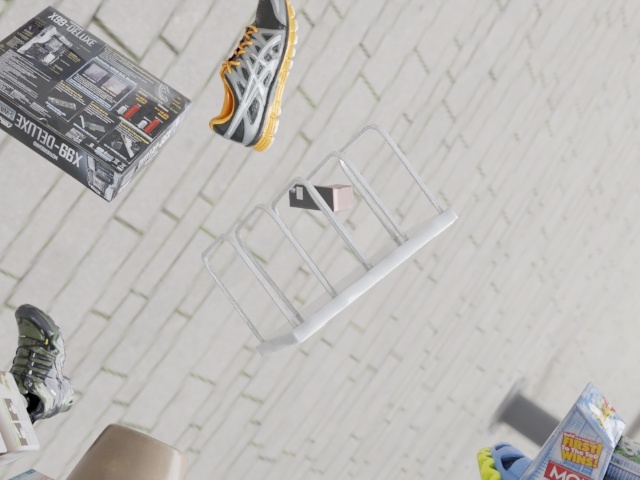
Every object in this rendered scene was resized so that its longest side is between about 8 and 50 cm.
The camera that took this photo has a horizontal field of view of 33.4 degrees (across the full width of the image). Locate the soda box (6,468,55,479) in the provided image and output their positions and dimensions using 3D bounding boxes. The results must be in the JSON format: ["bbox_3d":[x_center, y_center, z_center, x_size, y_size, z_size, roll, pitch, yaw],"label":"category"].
[{"bbox_3d":[-0.578,0.487,1.984,0.183,0.063,0.058,-14,120,-63],"label":"soda box"}]

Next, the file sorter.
[{"bbox_3d":[0.000,0.000,1.441,0.278,0.173,0.193,-38,-179,-20],"label":"file sorter"}]

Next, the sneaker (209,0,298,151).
[{"bbox_3d":[-0.085,-0.223,1.363,0.083,0.084,0.214,8,98,-18],"label":"sneaker"}]

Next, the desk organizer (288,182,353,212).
[{"bbox_3d":[0.000,-0.084,2.009,0.050,0.130,0.047,-12,104,-40],"label":"desk organizer"}]

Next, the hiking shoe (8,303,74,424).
[{"bbox_3d":[-0.533,0.232,1.980,0.114,0.086,0.226,-29,109,-50],"label":"hiking shoe"}]

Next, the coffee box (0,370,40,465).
[{"bbox_3d":[-0.469,0.232,1.259,0.168,0.119,0.297,-24,170,-2],"label":"coffee box"}]

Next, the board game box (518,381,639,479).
[{"bbox_3d":[0.318,0.270,1.211,0.060,0.194,0.194,-34,140,-55],"label":"board game box"}]

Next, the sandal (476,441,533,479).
[{"bbox_3d":[0.308,0.369,1.508,0.138,0.126,0.317,-19,-167,0],"label":"sandal"}]

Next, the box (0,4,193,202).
[{"bbox_3d":[-0.403,-0.234,1.780,0.076,0.307,0.242,-56,-179,44],"label":"box"}]

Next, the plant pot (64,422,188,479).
[{"bbox_3d":[-0.328,0.434,1.764,0.229,0.263,0.263,-67,158,-17],"label":"plant pot"}]
